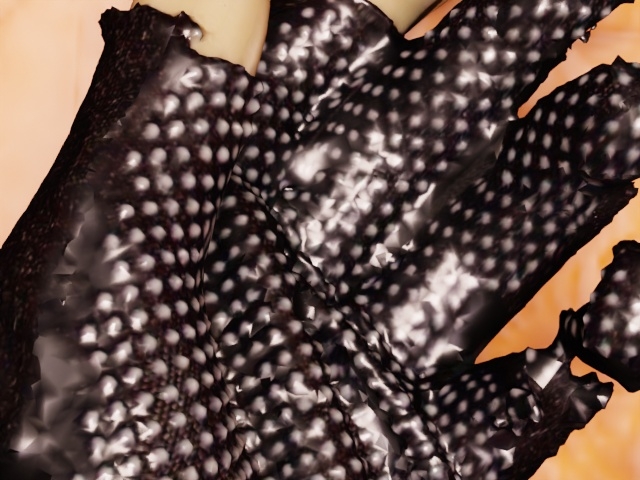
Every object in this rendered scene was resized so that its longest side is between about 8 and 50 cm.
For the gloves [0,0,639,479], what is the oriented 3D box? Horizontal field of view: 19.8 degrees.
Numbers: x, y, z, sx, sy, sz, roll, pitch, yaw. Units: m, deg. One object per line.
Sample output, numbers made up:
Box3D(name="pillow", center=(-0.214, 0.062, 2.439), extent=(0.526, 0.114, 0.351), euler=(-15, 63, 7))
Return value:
Box3D(name="gloves", center=(0.001, 0.002, 0.375), extent=(0.129, 0.106, 0.181), euler=(29, 61, -5))
